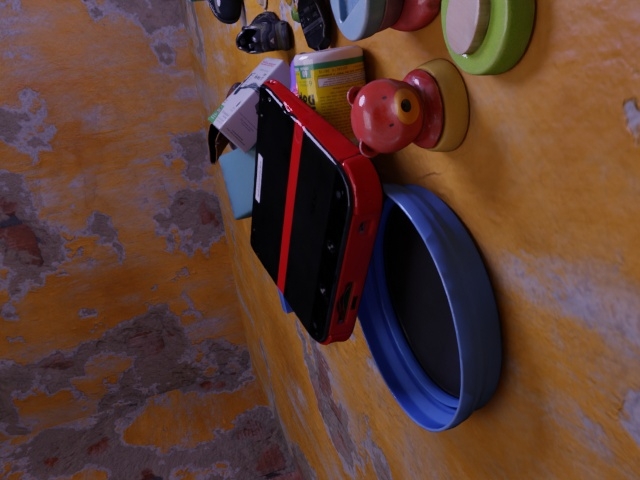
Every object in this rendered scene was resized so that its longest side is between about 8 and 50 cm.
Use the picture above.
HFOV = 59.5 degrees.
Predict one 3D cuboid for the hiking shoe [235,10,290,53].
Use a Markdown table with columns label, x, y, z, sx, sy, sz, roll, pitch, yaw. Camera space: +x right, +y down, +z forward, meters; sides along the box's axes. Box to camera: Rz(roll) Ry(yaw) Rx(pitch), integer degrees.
| label | x | y | z | sx | sy | sz | roll | pitch | yaw |
| --- | --- | --- | --- | --- | --- | --- | --- | --- | --- |
| hiking shoe | -0.152 | -0.495 | 1.334 | 0.227 | 0.114 | 0.086 | -132 | 32 | -59 |

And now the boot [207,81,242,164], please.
| label | x | y | z | sx | sy | sz | roll | pitch | yaw |
| --- | --- | --- | --- | --- | --- | --- | --- | --- | --- |
| boot | -0.288 | -0.330 | 1.796 | 0.280 | 0.096 | 0.264 | -78 | 5 | -46 |

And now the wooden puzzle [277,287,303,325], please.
| label | x | y | z | sx | sy | sz | roll | pitch | yaw |
| --- | --- | --- | --- | --- | --- | --- | --- | --- | --- |
| wooden puzzle | -0.084 | 0.107 | 1.649 | 0.348 | 0.081 | 0.321 | -157 | 52 | -73 |

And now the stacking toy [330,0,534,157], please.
| label | x | y | z | sx | sy | sz | roll | pitch | yaw |
| --- | --- | --- | --- | --- | --- | --- | --- | --- | --- |
| stacking toy | 0.092 | -0.268 | 0.658 | 0.279 | 0.131 | 0.308 | 133 | 121 | -72 |

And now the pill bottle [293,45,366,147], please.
| label | x | y | z | sx | sy | sz | roll | pitch | yaw |
| --- | --- | --- | --- | --- | --- | --- | --- | --- | --- |
| pill bottle | 0.025 | -0.217 | 0.955 | 0.117 | 0.118 | 0.208 | -139 | 38 | -64 |

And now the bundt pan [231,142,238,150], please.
| label | x | y | z | sx | sy | sz | roll | pitch | yaw |
| --- | --- | --- | --- | --- | --- | --- | --- | --- | --- |
| bundt pan | -0.180 | -0.263 | 1.622 | 0.331 | 0.124 | 0.330 | 167 | 90 | -74 |

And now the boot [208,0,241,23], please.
| label | x | y | z | sx | sy | sz | roll | pitch | yaw |
| --- | --- | --- | --- | --- | --- | --- | --- | --- | --- |
| boot | -0.267 | -0.754 | 1.543 | 0.207 | 0.094 | 0.246 | 174 | 89 | -78 |

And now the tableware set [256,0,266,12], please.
| label | x | y | z | sx | sy | sz | roll | pitch | yaw |
| --- | --- | --- | --- | --- | --- | --- | --- | --- | --- |
| tableware set | -0.152 | -0.654 | 1.375 | 0.168 | 0.020 | 0.140 | 125 | 127 | -68 |

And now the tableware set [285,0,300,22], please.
| label | x | y | z | sx | sy | sz | roll | pitch | yaw |
| --- | --- | --- | --- | --- | --- | --- | --- | --- | --- |
| tableware set | -0.059 | -0.536 | 1.155 | 0.104 | 0.024 | 0.153 | 145 | 109 | -77 |

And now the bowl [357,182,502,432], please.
| label | x | y | z | sx | sy | sz | roll | pitch | yaw |
| --- | --- | --- | --- | --- | --- | --- | --- | --- | --- |
| bowl | 0.147 | 0.097 | 0.884 | 0.391 | 0.077 | 0.390 | 166 | 90 | -75 |

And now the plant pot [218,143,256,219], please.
| label | x | y | z | sx | sy | sz | roll | pitch | yaw |
| --- | --- | --- | --- | --- | --- | --- | --- | --- | --- |
| plant pot | -0.104 | -0.162 | 1.338 | 0.234 | 0.166 | 0.165 | -15 | 90 | 56 |

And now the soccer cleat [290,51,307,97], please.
| label | x | y | z | sx | sy | sz | roll | pitch | yaw |
| --- | --- | --- | --- | --- | --- | --- | --- | --- | --- |
| soccer cleat | -0.023 | -0.223 | 1.117 | 0.109 | 0.117 | 0.317 | 149 | 106 | -73 |

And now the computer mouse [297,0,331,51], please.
| label | x | y | z | sx | sy | sz | roll | pitch | yaw |
| --- | --- | --- | --- | --- | --- | --- | --- | --- | --- |
| computer mouse | 0.015 | -0.347 | 1.045 | 0.071 | 0.041 | 0.241 | -4 | 105 | 54 |

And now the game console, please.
| label | x | y | z | sx | sy | sz | roll | pitch | yaw |
| --- | --- | --- | --- | --- | --- | --- | --- | --- | --- |
| game console | -0.028 | -0.039 | 0.981 | 0.342 | 0.060 | 0.386 | 52 | 145 | 40 |

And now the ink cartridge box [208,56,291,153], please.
| label | x | y | z | sx | sy | sz | roll | pitch | yaw |
| --- | --- | --- | --- | --- | --- | --- | --- | --- | --- |
| ink cartridge box | -0.146 | -0.315 | 1.283 | 0.087 | 0.208 | 0.153 | 43 | 180 | -28 |
